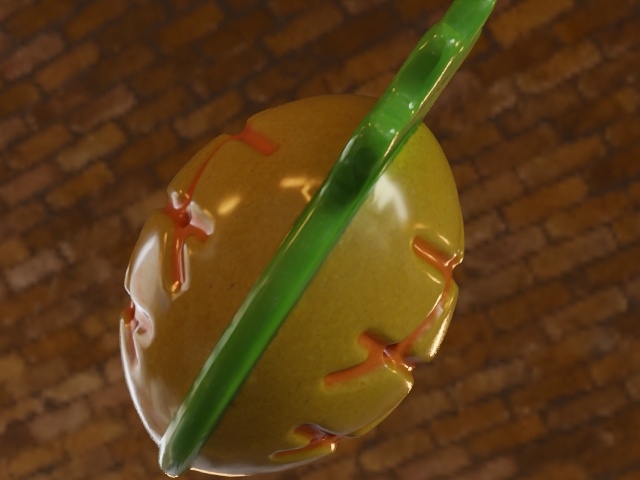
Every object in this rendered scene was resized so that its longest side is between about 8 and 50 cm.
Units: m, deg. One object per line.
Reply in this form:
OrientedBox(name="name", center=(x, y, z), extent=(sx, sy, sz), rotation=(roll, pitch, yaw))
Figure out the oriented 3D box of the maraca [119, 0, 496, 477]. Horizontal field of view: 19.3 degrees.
OrientedBox(name="maraca", center=(0.000, 0.000, 0.584), extent=(0.099, 0.127, 0.185), rotation=(32, -59, 0))
